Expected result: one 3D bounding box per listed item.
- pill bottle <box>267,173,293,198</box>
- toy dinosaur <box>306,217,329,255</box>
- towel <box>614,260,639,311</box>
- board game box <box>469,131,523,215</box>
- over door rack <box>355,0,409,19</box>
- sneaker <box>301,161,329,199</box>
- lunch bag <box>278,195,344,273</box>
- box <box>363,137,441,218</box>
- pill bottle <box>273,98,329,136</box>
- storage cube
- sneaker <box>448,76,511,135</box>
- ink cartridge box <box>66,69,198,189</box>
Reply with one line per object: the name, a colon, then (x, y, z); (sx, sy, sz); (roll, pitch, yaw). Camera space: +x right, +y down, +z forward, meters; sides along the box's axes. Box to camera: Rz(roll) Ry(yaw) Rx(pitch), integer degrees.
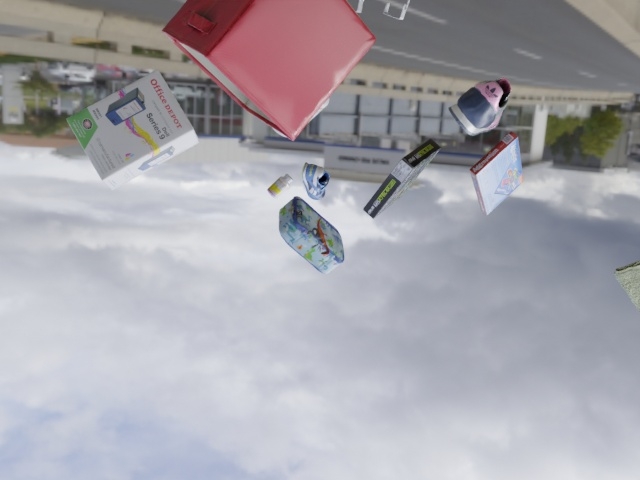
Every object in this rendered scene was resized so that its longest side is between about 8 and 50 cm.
pill bottle: (-0.127, -0.174, 2.156); (0.043, 0.083, 0.043); (46, -170, -11)
toy dinosaur: (0.000, 0.000, 1.885); (0.082, 0.090, 0.047); (40, -150, 14)
towel: (0.605, 0.085, 1.219); (0.110, 0.148, 0.027); (-26, -150, 33)
board game box: (0.474, -0.172, 1.811); (0.027, 0.145, 0.281); (49, -179, 27)
over door rack: (0.215, -0.676, 1.639); (0.108, 0.324, 0.240); (43, -149, 20)
sneaker: (-0.005, -0.142, 1.702); (0.059, 0.053, 0.144); (7, 158, 17)
lunch bag: (-0.027, -0.021, 2.008); (0.219, 0.090, 0.176); (42, -157, -24)
box: (0.208, -0.158, 1.731); (0.045, 0.190, 0.184); (42, -141, 6)
pill bottle: (-0.056, -0.412, 2.027); (0.215, 0.117, 0.117); (-37, 166, 32)
storage cube: (-0.074, -0.295, 0.980); (0.215, 0.193, 0.184); (39, -179, -40)
sneaker: (0.414, -0.336, 1.638); (0.131, 0.112, 0.319); (-41, 179, 29)
ink cartridge box: (-0.380, -0.226, 1.393); (0.212, 0.154, 0.093); (-30, 174, -8)
